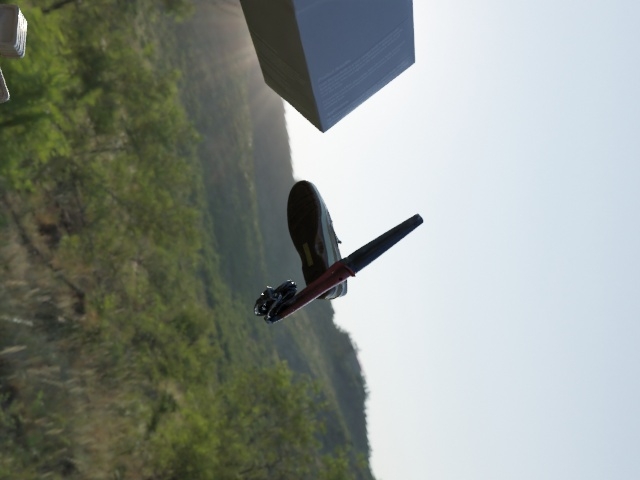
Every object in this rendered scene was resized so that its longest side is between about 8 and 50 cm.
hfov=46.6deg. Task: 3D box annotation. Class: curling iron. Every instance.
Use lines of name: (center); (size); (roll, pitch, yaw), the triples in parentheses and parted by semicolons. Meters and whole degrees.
curling iron: (0.029, 0.040, 1.046); (0.035, 0.274, 0.068); (59, -6, 24)

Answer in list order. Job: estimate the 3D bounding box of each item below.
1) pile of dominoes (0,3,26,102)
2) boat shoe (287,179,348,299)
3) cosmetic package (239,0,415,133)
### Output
pile of dominoes: (-0.508, -0.259, 0.938); (0.040, 0.251, 0.195); (116, -27, -75)
boat shoe: (0.000, 0.000, 1.141); (0.072, 0.068, 0.189); (6, 69, -49)
cosmetic package: (0.002, -0.217, 0.621); (0.107, 0.127, 0.238); (45, -16, 29)
